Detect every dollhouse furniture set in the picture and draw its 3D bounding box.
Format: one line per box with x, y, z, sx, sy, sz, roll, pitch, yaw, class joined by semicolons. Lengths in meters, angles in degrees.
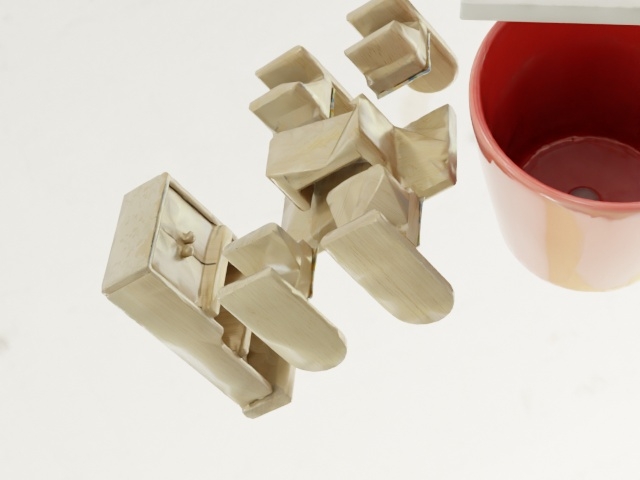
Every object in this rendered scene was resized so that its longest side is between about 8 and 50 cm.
0.000;0.000;1.543;0.394;0.362;0.256;-27;-53;28;dollhouse furniture set

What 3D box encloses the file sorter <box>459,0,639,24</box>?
0.233;-0.337;1.304;0.193;0.277;0.173;3;-55;6;file sorter

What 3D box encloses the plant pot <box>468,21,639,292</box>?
0.277;-0.086;1.405;0.275;0.275;0.243;-35;-25;-15;plant pot
